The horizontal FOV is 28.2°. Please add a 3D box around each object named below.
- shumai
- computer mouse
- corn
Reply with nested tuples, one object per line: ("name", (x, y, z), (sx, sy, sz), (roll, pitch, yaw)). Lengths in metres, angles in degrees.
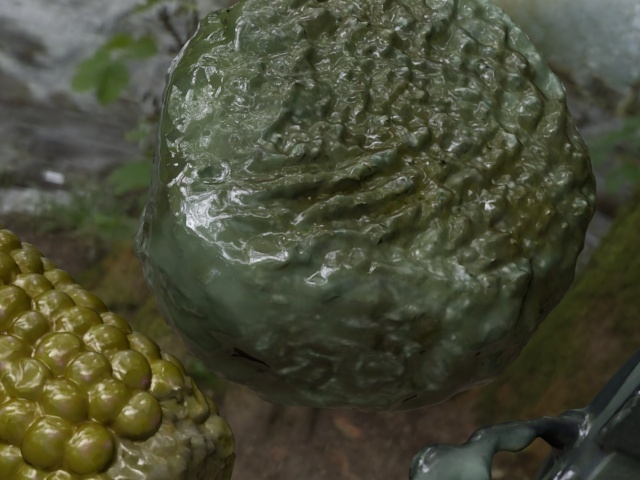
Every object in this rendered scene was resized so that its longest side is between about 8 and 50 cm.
("shumai", (0.000, 0.000, 0.666), (0.225, 0.222, 0.260), (37, 45, -3))
("computer mouse", (0.165, 0.095, 0.504), (0.379, 0.167, 0.090), (5, 34, -47))
("corn", (-0.197, 0.029, 0.554), (0.347, 0.130, 0.130), (29, 36, 19))
